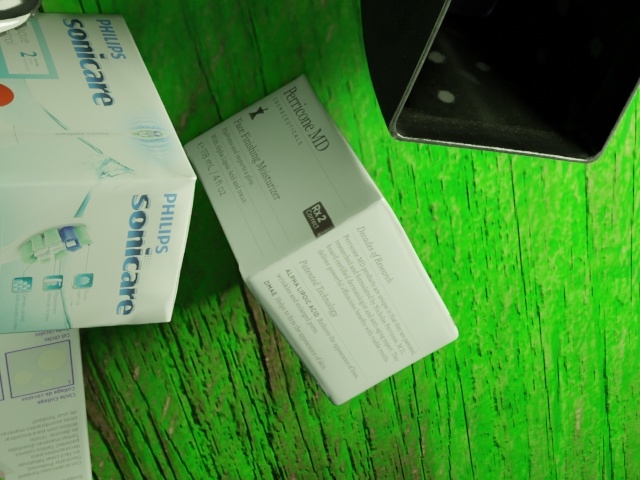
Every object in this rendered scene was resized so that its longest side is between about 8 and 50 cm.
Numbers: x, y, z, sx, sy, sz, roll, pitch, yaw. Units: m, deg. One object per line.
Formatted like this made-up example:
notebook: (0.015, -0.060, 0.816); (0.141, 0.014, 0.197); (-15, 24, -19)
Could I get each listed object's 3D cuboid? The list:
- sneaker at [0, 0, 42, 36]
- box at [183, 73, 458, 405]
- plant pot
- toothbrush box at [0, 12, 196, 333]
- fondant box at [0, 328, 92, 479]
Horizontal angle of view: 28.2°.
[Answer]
sneaker: (-0.303, -0.197, 0.773); (0.283, 0.107, 0.124); (2, 121, -26)
box: (0.000, 0.000, 1.018); (0.119, 0.181, 0.182); (-31, 133, 1)
plant pot: (0.133, -0.187, 0.932); (0.188, 0.167, 0.187); (5, 126, -27)
toothbrush box: (-0.255, -0.049, 0.838); (0.296, 0.216, 0.126); (-2, 128, -22)
fondant box: (-0.317, 0.122, 1.037); (0.238, 0.096, 0.330); (-10, 130, -17)
